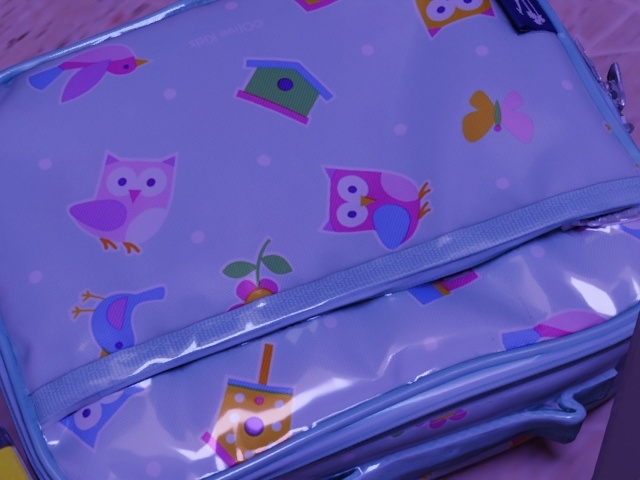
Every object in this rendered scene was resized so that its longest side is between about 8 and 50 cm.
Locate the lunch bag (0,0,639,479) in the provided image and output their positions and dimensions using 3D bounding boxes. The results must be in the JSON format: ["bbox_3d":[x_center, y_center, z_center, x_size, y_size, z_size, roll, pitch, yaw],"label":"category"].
[{"bbox_3d":[0.000,0.000,0.585,0.279,0.108,0.224,-21,59,-9],"label":"lunch bag"}]

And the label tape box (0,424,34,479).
[{"bbox_3d":[-0.169,0.200,0.449,0.241,0.106,0.333,-21,55,-22],"label":"label tape box"}]

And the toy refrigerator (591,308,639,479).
[{"bbox_3d":[0.146,0.088,0.427,0.102,0.269,0.094,-16,59,-7],"label":"toy refrigerator"}]
